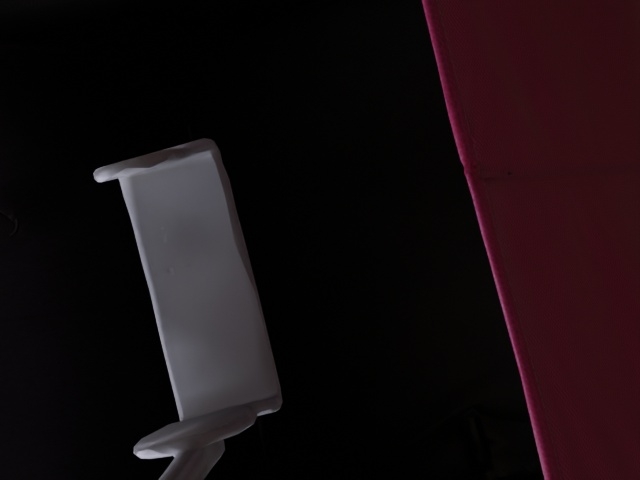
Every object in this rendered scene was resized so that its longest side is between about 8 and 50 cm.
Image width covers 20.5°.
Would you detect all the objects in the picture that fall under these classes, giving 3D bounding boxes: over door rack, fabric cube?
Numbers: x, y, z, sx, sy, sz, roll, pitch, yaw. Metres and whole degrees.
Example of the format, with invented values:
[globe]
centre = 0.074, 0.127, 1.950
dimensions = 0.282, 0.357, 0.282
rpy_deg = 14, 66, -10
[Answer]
[over door rack]
centre = 0.073, 0.050, 0.185
dimensions = 0.324, 0.239, 0.108
rpy_deg = -76, -29, -71
[fabric cube]
centre = 0.000, 0.000, 0.712
dimensions = 0.258, 0.254, 0.259
rpy_deg = -8, -97, -61
